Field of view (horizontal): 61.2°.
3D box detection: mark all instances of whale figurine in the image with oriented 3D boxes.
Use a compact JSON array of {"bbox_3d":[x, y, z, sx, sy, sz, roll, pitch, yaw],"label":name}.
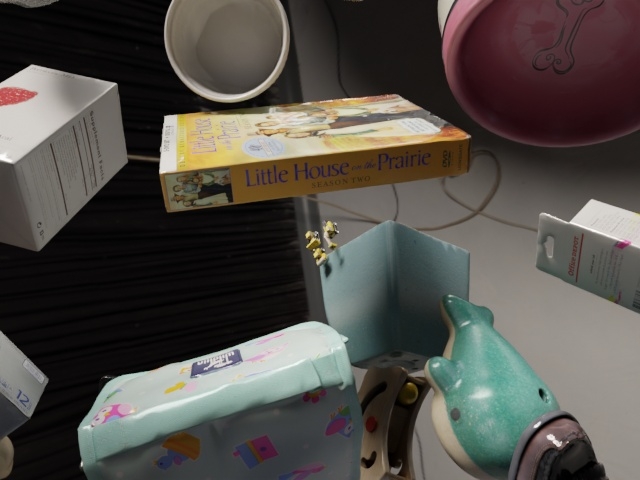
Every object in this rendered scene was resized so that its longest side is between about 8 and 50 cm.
[{"bbox_3d":[0.247,0.193,0.767,0.141,0.216,0.272,-42,37,42],"label":"whale figurine"}]

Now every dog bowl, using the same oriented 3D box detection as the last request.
[{"bbox_3d":[0.368,-0.304,0.814,0.408,0.408,0.150,-11,51,44],"label":"dog bowl"}]

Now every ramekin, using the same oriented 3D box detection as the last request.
[{"bbox_3d":[-0.151,-0.340,0.928,0.207,0.109,0.207,1,101,4],"label":"ramekin"}]

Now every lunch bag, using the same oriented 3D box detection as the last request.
[{"bbox_3d":[-0.079,0.182,0.510,0.262,0.223,0.160,90,162,-55],"label":"lunch bag"}]

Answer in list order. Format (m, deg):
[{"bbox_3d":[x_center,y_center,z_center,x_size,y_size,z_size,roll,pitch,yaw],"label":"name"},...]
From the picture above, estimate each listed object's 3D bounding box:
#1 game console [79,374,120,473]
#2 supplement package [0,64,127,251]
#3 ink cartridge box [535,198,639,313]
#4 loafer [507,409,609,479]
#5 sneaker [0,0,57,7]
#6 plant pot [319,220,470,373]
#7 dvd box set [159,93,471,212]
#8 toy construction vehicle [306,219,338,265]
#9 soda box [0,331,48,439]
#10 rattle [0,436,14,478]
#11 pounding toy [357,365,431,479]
[{"bbox_3d":[-0.244,0.247,0.717,0.122,0.071,0.107,8,102,-2],"label":"game console"},{"bbox_3d":[-0.491,-0.153,0.930,0.177,0.293,0.175,13,130,5],"label":"supplement package"},{"bbox_3d":[0.368,0.019,0.671,0.181,0.061,0.104,29,145,40],"label":"ink cartridge box"},{"bbox_3d":[0.268,0.320,0.569,0.095,0.109,0.302,-139,36,-61],"label":"loafer"},{"bbox_3d":[-0.514,-0.474,0.905,0.321,0.126,0.127,-135,24,-65],"label":"sneaker"},{"bbox_3d":[0.159,0.146,1.153,0.247,0.248,0.252,-31,48,46],"label":"plant pot"},{"bbox_3d":[-0.029,-0.153,0.840,0.307,0.420,0.062,-117,21,-61],"label":"dvd box set"},{"bbox_3d":[0.000,0.000,1.191,0.086,0.035,0.098,-42,40,30],"label":"toy construction vehicle"},{"bbox_3d":[-0.409,0.085,0.523,0.286,0.098,0.091,55,176,-19],"label":"soda box"},{"bbox_3d":[-0.476,0.228,0.715,0.130,0.143,0.200,-1,130,8],"label":"rattle"},{"bbox_3d":[0.085,0.346,0.962,0.154,0.155,0.269,15,78,61],"label":"pounding toy"}]
